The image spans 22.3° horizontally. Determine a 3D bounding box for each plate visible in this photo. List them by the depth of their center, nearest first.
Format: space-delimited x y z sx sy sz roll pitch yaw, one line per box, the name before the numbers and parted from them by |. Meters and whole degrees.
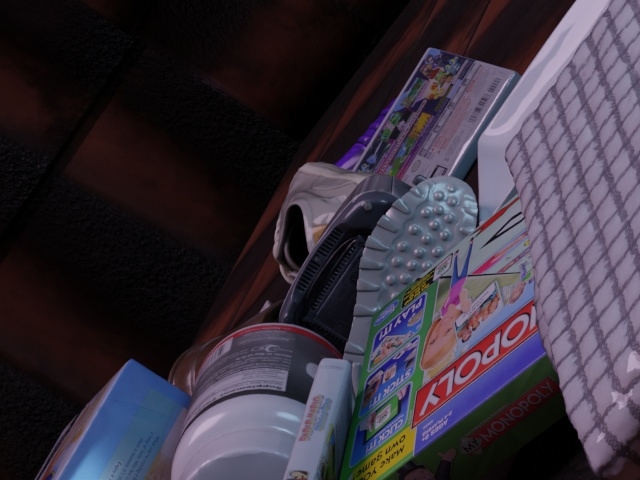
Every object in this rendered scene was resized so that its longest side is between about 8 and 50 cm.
plate | 0.236 -0.151 1.471 0.278 0.045 0.277 -56 6 19

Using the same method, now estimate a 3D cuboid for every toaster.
toaster | 0.047 0.038 1.647 0.227 0.129 0.146 -58 2 18

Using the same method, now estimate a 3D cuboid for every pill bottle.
pill bottle | -0.047 0.192 1.458 0.161 0.161 0.283 -56 8 15

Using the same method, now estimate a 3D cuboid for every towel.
towel | 0.202 -0.033 0.763 0.235 0.121 0.283 -56 18 25

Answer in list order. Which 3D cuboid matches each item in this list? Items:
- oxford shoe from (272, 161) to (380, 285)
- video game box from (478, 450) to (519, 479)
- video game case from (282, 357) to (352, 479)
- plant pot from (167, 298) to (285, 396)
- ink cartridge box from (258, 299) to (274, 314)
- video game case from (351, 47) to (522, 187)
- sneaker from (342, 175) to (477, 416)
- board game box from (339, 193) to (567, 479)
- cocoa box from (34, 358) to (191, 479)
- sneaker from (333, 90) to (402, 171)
oxford shoe | 0.000 0.000 1.926 0.130 0.169 0.449 -31 6 -10
video game box | 0.107 0.118 1.179 0.205 0.048 0.187 -62 11 -28
video game case | -0.005 0.227 1.087 0.206 0.026 0.227 -70 -18 -61
plant pot | -0.056 0.154 1.771 0.165 0.167 0.167 -39 18 45
ink cartridge box | -0.085 0.189 2.064 0.203 0.086 0.148 -57 7 1
video game case | 0.130 -0.124 1.898 0.201 0.023 0.183 -58 33 -2
sneaker | 0.076 0.053 1.448 0.235 0.090 0.095 -67 -13 1
board game box | 0.137 0.040 1.048 0.317 0.046 0.213 -42 18 32
cocoa box | -0.207 0.342 1.623 0.228 0.231 0.347 -47 13 55
sneaker | 0.095 -0.114 2.119 0.293 0.102 0.146 -42 16 41
